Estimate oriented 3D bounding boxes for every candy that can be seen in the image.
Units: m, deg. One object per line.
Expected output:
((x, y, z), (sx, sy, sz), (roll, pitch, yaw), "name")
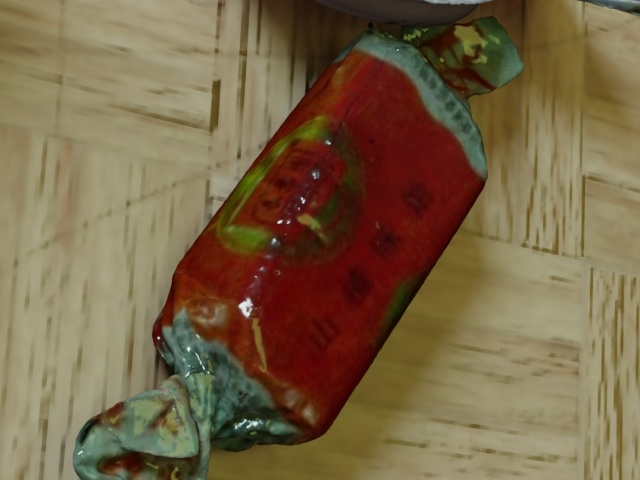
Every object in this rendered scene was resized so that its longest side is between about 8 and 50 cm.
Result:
((0.001, 0.001, 0.750), (0.086, 0.059, 0.292), (46, 59, -21), "candy")

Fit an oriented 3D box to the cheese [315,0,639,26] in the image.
((0.043, -0.120, 0.793), (0.191, 0.105, 0.042), (-2, 123, -40), "cheese")
